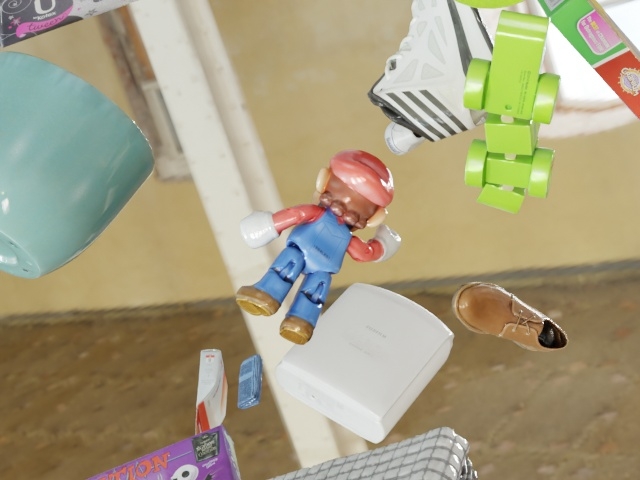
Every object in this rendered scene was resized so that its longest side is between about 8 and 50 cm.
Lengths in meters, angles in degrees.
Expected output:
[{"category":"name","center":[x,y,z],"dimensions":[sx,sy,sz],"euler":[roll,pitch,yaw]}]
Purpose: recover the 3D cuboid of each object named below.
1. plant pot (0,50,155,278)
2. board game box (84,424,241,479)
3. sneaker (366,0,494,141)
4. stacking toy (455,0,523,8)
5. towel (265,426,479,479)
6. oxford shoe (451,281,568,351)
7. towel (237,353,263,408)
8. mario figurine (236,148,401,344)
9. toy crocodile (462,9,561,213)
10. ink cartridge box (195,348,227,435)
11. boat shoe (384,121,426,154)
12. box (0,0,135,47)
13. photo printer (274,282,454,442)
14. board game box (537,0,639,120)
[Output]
[{"category":"plant pot","center":[-0.425,-0.087,1.609],"dimensions":[0.293,0.293,0.235],"euler":[-4,-129,49]},{"category":"board game box","center":[-0.258,0.379,1.382],"dimensions":[0.347,0.056,0.208],"euler":[-23,-145,1]},{"category":"sneaker","center":[0.179,-0.388,2.091],"dimensions":[0.258,0.447,0.169],"euler":[-24,155,13]},{"category":"stacking toy","center":[0.158,-0.394,1.115],"dimensions":[0.279,0.309,0.130],"euler":[130,-25,-54]},{"category":"towel","center":[0.024,0.322,1.103],"dimensions":[0.284,0.121,0.235],"euler":[-24,-161,29]},{"category":"oxford shoe","center":[0.282,0.112,1.618],"dimensions":[0.212,0.076,0.076],"euler":[21,174,-33]},{"category":"towel","center":[-0.163,0.323,2.531],"dimensions":[0.067,0.029,0.119],"euler":[-29,-135,36]},{"category":"mario figurine","center":[0.000,0.000,1.713],"dimensions":[0.170,0.198,0.320],"euler":[19,-113,36]},{"category":"toy crocodile","center":[0.251,-0.158,1.440],"dimensions":[0.115,0.340,0.105],"euler":[9,-131,15]},{"category":"ink cartridge box","center":[-0.203,0.316,2.074],"dimensions":[0.045,0.145,0.179],"euler":[-3,-126,0]},{"category":"boat shoe","center":[0.237,-0.277,2.311],"dimensions":[0.267,0.096,0.088],"euler":[-41,-167,-36]},{"category":"box","center":[-0.384,-0.413,1.617],"dimensions":[0.247,0.142,0.163],"euler":[-23,159,-19]},{"category":"photo printer","center":[0.099,0.224,2.182],"dimensions":[0.256,0.107,0.307],"euler":[28,-130,23]},{"category":"board game box","center":[0.475,-0.347,1.891],"dimensions":[0.064,0.316,0.242],"euler":[-39,-149,21]}]
